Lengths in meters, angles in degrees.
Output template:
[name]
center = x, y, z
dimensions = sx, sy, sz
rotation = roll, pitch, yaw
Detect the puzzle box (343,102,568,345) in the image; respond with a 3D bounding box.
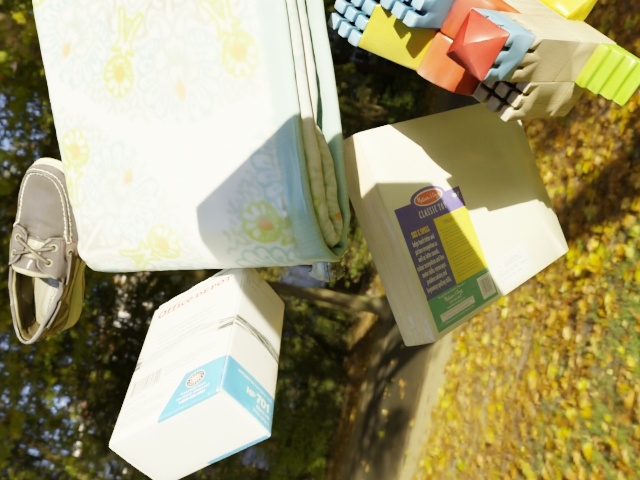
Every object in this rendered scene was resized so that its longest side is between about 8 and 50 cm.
[puzzle box]
center = 0.205, -0.051, 0.949
dimensions = 0.409, 0.052, 0.272
rotation = -21, -89, -45

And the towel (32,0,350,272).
[towel]
center = -0.140, -0.153, 0.688
dimensions = 0.090, 0.321, 0.374
rotation = -22, -73, -59

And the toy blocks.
[toy blocks]
center = 0.131, -0.253, 0.732
dimensions = 0.261, 0.381, 0.190
rotation = -14, -39, -44

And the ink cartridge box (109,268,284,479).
[ink cartridge box]
center = -0.118, 0.129, 0.687
dimensions = 0.140, 0.082, 0.190
rotation = -29, 27, 21

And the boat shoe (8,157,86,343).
[boat shoe]
center = -0.393, 0.025, 0.955
dimensions = 0.092, 0.103, 0.285
rotation = -62, -12, -62

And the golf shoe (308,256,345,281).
[golf shoe]
center = 0.000, 0.000, 1.419
dimensions = 0.069, 0.086, 0.176
rotation = 4, -95, -53
